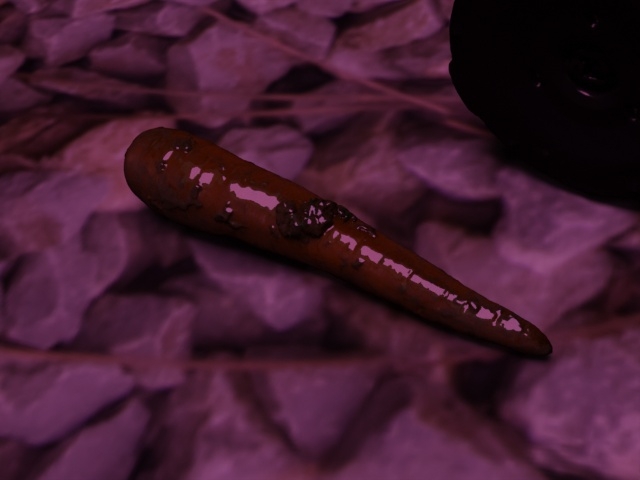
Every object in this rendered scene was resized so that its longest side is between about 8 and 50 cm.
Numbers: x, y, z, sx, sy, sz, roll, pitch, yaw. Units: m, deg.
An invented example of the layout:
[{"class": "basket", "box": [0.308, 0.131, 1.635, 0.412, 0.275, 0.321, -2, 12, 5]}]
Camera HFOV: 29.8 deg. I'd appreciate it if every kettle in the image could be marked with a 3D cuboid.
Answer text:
[{"class": "kettle", "box": [0.170, -0.144, 0.634, 0.202, 0.144, 0.232, -7, 34, 49]}]

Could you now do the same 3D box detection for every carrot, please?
[{"class": "carrot", "box": [0.000, 0.000, 0.595, 0.254, 0.049, 0.049, 25, 59, 24]}]
